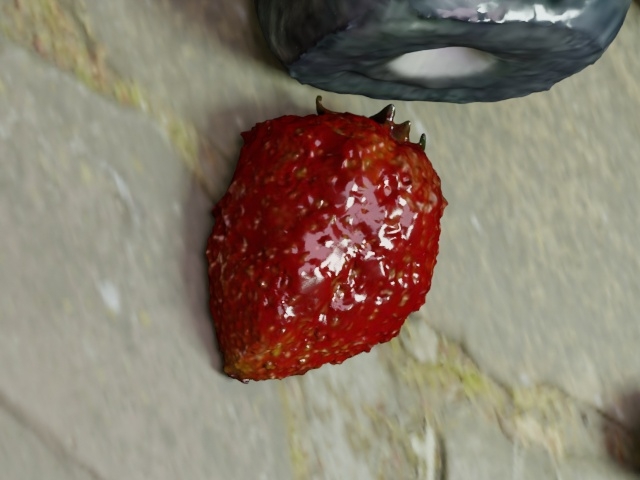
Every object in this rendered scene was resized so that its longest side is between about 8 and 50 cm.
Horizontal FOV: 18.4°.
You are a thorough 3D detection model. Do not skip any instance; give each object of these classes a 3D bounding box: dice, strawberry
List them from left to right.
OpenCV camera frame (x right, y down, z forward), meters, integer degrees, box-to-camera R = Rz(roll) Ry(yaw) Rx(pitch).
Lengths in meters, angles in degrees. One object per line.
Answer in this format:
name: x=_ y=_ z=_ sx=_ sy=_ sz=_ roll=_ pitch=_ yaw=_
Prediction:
strawberry: x=0.000 y=0.000 z=1.147 sx=0.146 sy=0.082 sz=0.187 roll=35 pitch=73 yaw=-6
dice: x=0.070 y=-0.184 z=1.149 sx=0.182 sy=0.181 sz=0.183 roll=6 pitch=76 yaw=-24
